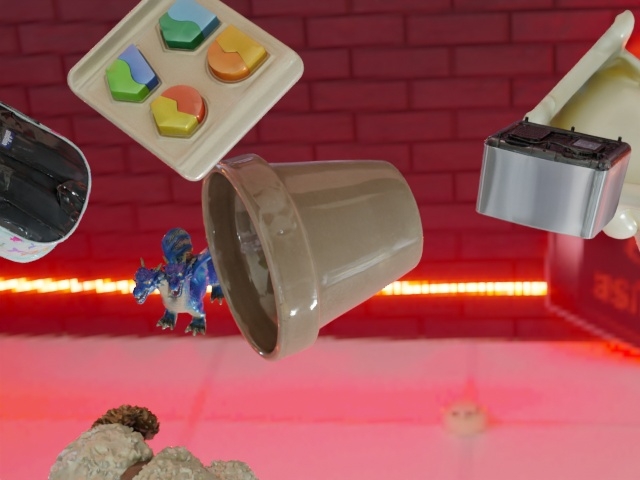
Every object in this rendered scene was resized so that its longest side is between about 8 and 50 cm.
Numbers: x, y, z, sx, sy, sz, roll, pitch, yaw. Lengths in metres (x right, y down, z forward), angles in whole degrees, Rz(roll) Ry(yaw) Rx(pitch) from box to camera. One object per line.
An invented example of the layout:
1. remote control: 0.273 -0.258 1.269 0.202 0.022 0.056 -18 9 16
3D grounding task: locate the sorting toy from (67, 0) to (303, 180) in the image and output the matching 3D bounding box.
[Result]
1. sorting toy: -0.154 -0.191 1.633 0.208 0.038 0.193 38 -104 21

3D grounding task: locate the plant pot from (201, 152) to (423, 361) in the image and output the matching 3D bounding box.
1. plant pot: 0.000 0.000 1.846 0.229 0.263 0.263 -16 -154 -19

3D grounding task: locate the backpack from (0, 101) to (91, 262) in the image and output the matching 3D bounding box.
1. backpack: -0.506 -0.087 2.329 0.254 0.191 0.225 24 -120 -19

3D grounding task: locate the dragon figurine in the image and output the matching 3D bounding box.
1. dragon figurine: -0.178 0.034 2.043 0.085 0.144 0.289 12 -147 14

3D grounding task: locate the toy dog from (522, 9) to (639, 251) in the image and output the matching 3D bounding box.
1. toy dog: 0.516 -0.095 2.359 0.408 0.395 0.284 43 -109 6

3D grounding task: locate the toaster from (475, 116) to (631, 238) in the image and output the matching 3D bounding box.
1. toaster: 0.301 -0.083 1.877 0.168 0.110 0.186 13 -163 19

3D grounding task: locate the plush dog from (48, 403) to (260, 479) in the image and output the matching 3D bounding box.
1. plush dog: -0.210 0.304 1.663 0.225 0.210 0.262 23 -123 15
